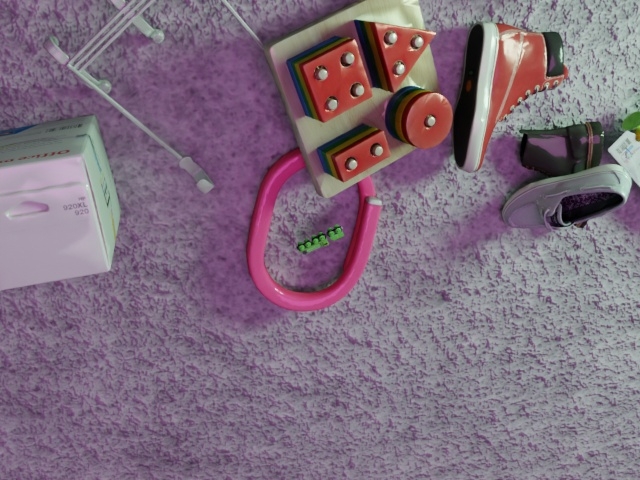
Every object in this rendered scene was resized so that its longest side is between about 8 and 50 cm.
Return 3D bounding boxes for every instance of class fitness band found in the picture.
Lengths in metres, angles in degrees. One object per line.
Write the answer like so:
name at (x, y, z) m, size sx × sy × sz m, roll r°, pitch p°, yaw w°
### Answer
fitness band at (-0.014, -0.016, 1.211) m, size 0.209 × 0.054 × 0.290 m, roll 8°, pitch 109°, yaw -15°

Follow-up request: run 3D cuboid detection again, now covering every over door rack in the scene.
over door rack at (-0.202, -0.255, 1.052) m, size 0.239 × 0.108 × 0.324 m, roll -41°, pitch 128°, yaw 6°

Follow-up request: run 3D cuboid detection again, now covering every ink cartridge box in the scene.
ink cartridge box at (-0.389, -0.060, 1.009) m, size 0.171 × 0.232 × 0.168 m, roll -11°, pitch 114°, yaw -8°

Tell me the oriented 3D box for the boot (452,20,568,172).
boot at (0.318, -0.226, 1.183) m, size 0.176 × 0.088 × 0.244 m, roll 4°, pitch 108°, yaw -16°

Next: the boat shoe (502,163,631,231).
boat shoe at (0.410, -0.060, 1.217) m, size 0.227 × 0.081 × 0.079 m, roll -20°, pitch 118°, yaw 37°

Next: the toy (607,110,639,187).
toy at (0.617, -0.149, 1.293) m, size 0.237 × 0.056 × 0.137 m, roll 37°, pitch 100°, yaw -30°

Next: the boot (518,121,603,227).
boot at (0.414, -0.115, 1.268) m, size 0.137 × 0.077 × 0.197 m, roll -1°, pitch 117°, yaw 6°

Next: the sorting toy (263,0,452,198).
sorting toy at (0.082, -0.221, 1.084) m, size 0.255 × 0.089 × 0.257 m, roll -30°, pitch 121°, yaw -15°

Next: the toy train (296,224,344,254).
toy train at (0.000, 0.000, 1.186) m, size 0.083 × 0.017 × 0.023 m, roll -25°, pitch 124°, yaw 1°
